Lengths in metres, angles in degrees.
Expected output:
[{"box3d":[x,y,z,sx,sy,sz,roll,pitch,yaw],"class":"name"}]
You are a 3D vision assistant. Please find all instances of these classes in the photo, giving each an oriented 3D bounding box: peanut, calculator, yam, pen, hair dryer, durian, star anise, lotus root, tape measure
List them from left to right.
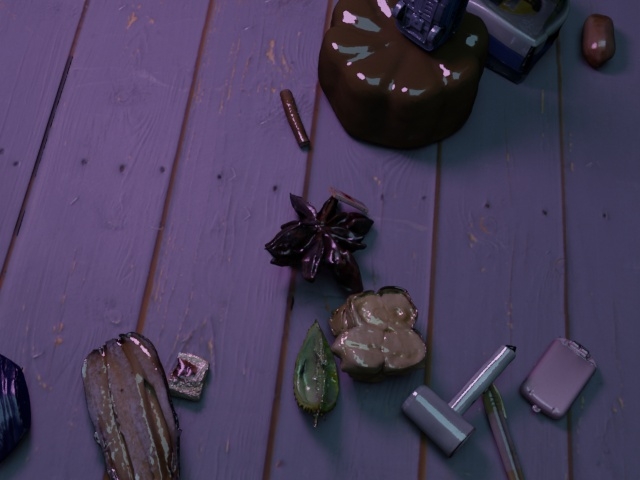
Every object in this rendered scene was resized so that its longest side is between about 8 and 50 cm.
[{"box3d":[-0.320,0.330,1.516,0.167,0.078,0.329,-23,67,10],"class":"lotus root"},{"box3d":[-0.058,-0.270,1.860,0.032,0.032,0.145,-15,64,-12],"class":"yam"},{"box3d":[-0.008,0.257,1.557,0.086,0.100,0.215,-2,57,-2],"class":"durian"},{"box3d":[-0.003,-0.003,1.678,0.212,0.129,0.283,11,45,-1],"class":"star anise"},{"box3d":[0.274,0.272,1.565,0.236,0.073,0.131,-45,73,-7],"class":"hair dryer"},{"box3d":[0.343,0.366,1.571,0.040,0.032,0.233,0,62,-31],"class":"pen"},{"box3d":[0.451,-0.544,1.981,0.259,0.138,0.262,41,67,14],"class":"tape measure"},{"box3d":[0.460,0.266,1.628,0.100,0.032,0.175,38,67,14],"class":"calculator"},{"box3d":[0.661,-0.480,2.001,0.076,0.076,0.152,8,65,-1],"class":"peanut"}]

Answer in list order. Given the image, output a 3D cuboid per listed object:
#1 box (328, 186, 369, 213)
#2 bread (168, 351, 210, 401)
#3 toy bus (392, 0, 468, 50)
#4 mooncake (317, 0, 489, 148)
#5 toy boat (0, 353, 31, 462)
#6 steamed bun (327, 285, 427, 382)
[{"box3d":[0.058,-0.083,1.733,0.083,0.012,0.046,24,16,-24],"class":"box"},{"box3d":[-0.247,0.256,1.577,0.070,0.035,0.083,18,60,3],"class":"bread"},{"box3d":[0.239,-0.509,1.671,0.113,0.246,0.134,40,59,18],"class":"toy bus"},{"box3d":[0.181,-0.401,1.851,0.378,0.201,0.378,2,62,-4],"class":"mooncake"},{"box3d":[-0.668,0.295,1.519,0.318,0.072,0.219,5,65,9],"class":"toy boat"},{"box3d":[0.100,0.190,1.601,0.192,0.106,0.177,-11,60,-20],"class":"steamed bun"}]
